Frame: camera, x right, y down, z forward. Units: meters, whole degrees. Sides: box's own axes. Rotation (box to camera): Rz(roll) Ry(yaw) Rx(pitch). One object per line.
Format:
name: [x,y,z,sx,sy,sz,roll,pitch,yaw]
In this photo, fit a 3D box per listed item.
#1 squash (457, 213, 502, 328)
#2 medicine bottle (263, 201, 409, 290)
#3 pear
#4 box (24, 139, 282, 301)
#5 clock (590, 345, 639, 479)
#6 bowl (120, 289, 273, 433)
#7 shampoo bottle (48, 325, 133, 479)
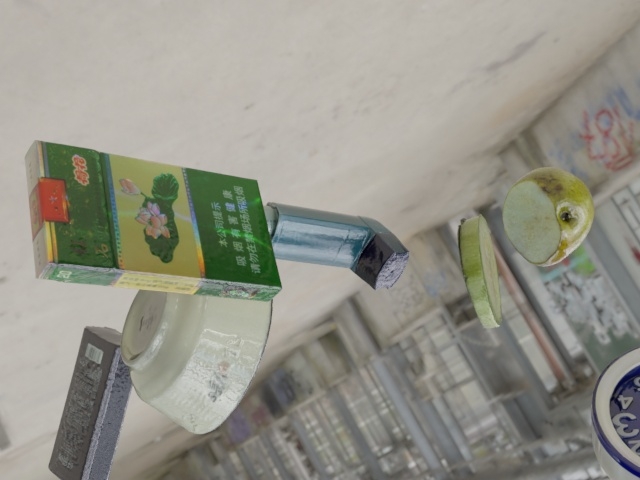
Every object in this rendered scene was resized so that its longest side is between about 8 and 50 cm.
squash: [0.313,0.058,1.874,0.041,0.219,0.219,-13,177,20]
medicine bottle: [0.000,0.000,1.455,0.258,0.124,0.079,10,121,-30]
pear: [0.338,-0.038,1.418,0.104,0.141,0.141,-12,164,-25]
box: [-0.151,-0.014,0.910,0.235,0.132,0.034,9,144,-34]
clock: [0.471,0.241,1.282,0.230,0.230,0.083,-27,137,-15]
bowl: [-0.173,0.119,1.265,0.126,0.238,0.237,25,138,-28]
shampoo bottle: [-0.355,0.292,1.504,0.071,0.098,0.310,10,99,-51]
